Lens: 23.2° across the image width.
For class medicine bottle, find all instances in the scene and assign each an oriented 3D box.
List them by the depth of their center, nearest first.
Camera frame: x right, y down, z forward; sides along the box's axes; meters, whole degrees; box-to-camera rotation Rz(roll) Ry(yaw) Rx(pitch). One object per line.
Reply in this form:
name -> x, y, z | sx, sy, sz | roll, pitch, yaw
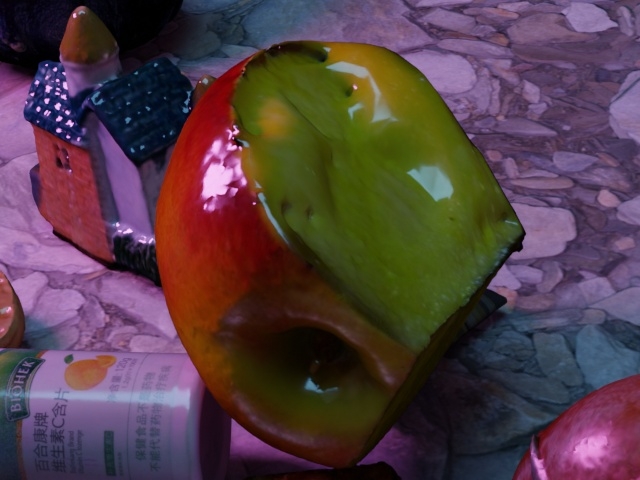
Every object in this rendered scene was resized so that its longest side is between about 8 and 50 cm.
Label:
medicine bottle -> -0.222, 0.160, 1.350 | 0.274, 0.133, 0.133 | 0, 35, 11

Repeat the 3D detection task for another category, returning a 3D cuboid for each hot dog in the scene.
hot dog -> -0.002, 0.224, 1.279 | 0.147, 0.065, 0.099 | -9, 34, 3

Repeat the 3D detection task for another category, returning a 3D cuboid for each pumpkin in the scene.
pumpkin -> -0.343, -0.380, 2.039 | 0.363, 0.266, 0.363 | -6, 30, 3

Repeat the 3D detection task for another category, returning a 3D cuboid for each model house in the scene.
model house -> -0.190, -0.122, 1.623 | 0.184, 0.291, 0.253 | -35, 43, -28

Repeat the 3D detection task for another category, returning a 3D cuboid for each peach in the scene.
peach -> 0.000, 0.000, 1.327 | 0.306, 0.242, 0.380 | 39, 38, 0

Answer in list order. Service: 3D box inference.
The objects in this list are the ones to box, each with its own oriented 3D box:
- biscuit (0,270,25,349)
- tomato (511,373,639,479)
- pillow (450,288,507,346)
biscuit -> -0.471, 0.122, 1.514 | 0.376, 0.051, 0.269 | -16, 37, -7
tomato -> 0.259, 0.220, 1.080 | 0.265, 0.265, 0.265 | -4, 34, 3
pillow -> 0.036, 0.068, 1.508 | 0.208, 0.052, 0.212 | 28, 46, 31
